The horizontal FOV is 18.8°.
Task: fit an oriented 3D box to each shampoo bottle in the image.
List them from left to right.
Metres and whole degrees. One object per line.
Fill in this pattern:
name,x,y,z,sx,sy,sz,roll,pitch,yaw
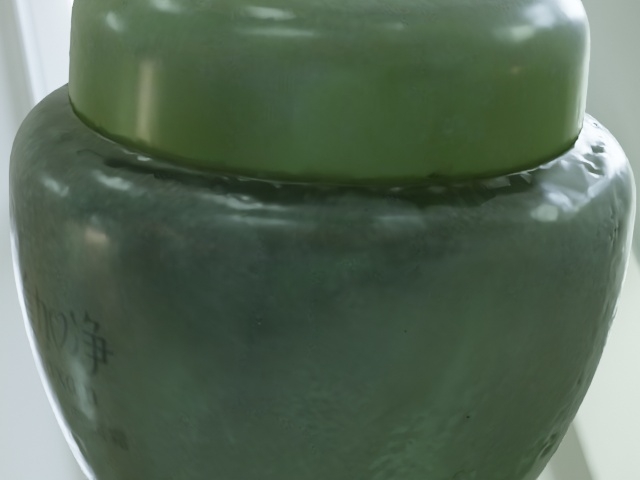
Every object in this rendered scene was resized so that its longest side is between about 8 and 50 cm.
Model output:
shampoo bottle,0.000,0.000,1.016,0.322,0.322,0.317,-5,-68,-16
